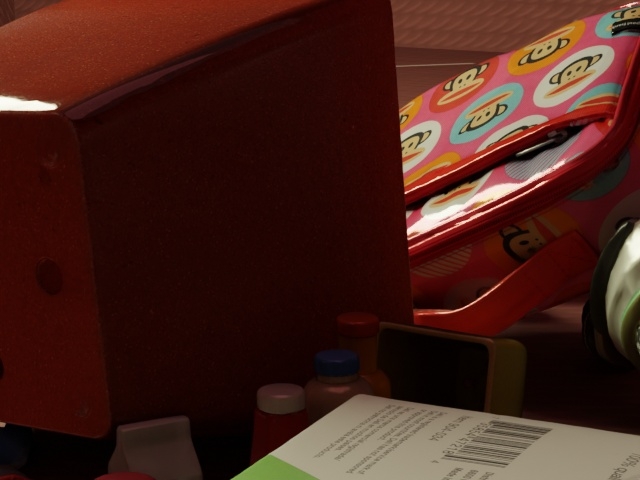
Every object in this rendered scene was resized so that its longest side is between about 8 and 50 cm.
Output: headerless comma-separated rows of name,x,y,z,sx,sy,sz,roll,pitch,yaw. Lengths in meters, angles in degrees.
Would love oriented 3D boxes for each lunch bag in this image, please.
lunch bag,0.126,-0.024,1.140,0.293,0.120,0.258,-25,25,36

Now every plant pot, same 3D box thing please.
plant pot,0.085,0.092,0.991,0.082,0.081,0.083,8,5,33
plant pot,-0.122,-0.010,0.992,0.267,0.267,0.236,4,14,36

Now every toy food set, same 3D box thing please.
toy food set,-0.051,0.110,0.848,0.232,0.104,0.111,-7,14,-26

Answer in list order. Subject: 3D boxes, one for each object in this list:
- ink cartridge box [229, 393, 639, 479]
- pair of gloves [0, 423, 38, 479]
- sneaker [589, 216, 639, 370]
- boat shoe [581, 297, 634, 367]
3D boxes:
ink cartridge box,0.095,0.154,0.624,0.273,0.114,0.198,6,15,27
pair of gloves,-0.263,0.129,0.962,0.198,0.023,0.159,-5,13,-23
sneaker,0.371,0.089,0.967,0.411,0.158,0.182,1,44,1
boat shoe,0.213,0.061,1.183,0.049,0.056,0.152,0,2,28
